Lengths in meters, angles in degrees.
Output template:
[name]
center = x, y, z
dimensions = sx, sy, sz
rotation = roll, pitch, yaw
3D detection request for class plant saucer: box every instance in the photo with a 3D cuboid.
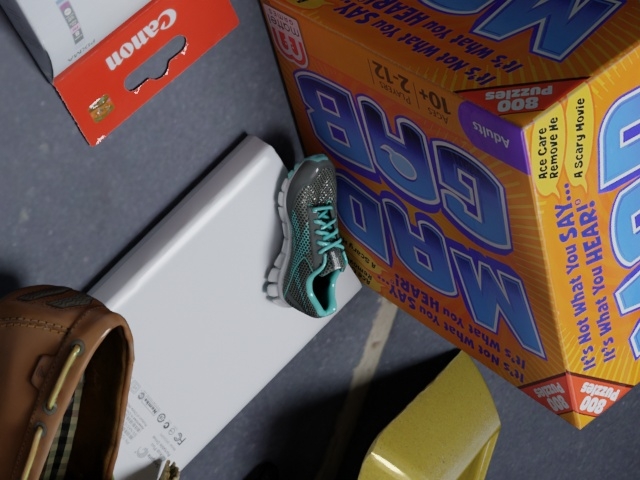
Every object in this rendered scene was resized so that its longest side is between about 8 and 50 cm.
[plant saucer]
center = 0.102, 0.325, 1.810
dimensions = 0.333, 0.081, 0.333
rotation = -32, 139, -63

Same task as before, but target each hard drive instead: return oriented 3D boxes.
[hard drive]
center = -0.133, 0.095, 1.589
dimensions = 0.353, 0.047, 0.233
rotation = -45, 136, -11

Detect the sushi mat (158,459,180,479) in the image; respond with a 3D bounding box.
[sushi mat]
center = -0.201, 0.373, 1.597
dimensions = 0.019, 0.151, 0.316
rotation = 21, 115, -8

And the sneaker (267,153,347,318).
[sneaker]
center = 0.000, 0.000, 1.561
dimensions = 0.065, 0.076, 0.166
rotation = -15, 123, -36

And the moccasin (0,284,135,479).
[moccasin]
center = -0.221, 0.230, 1.432
dimensions = 0.139, 0.147, 0.380
rotation = -7, 111, -56

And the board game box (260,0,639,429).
[board game box]
center = 0.221, -0.123, 1.549
dimensions = 0.356, 0.356, 0.356
rotation = -35, 133, -21

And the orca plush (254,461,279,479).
[orca plush]
center = -0.025, 0.284, 1.764
dimensions = 0.287, 0.151, 0.102
rotation = -9, 86, -41

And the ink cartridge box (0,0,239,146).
[ink cartridge box]
center = -0.160, -0.207, 1.378
dimensions = 0.189, 0.066, 0.232
rotation = -42, 131, -16
